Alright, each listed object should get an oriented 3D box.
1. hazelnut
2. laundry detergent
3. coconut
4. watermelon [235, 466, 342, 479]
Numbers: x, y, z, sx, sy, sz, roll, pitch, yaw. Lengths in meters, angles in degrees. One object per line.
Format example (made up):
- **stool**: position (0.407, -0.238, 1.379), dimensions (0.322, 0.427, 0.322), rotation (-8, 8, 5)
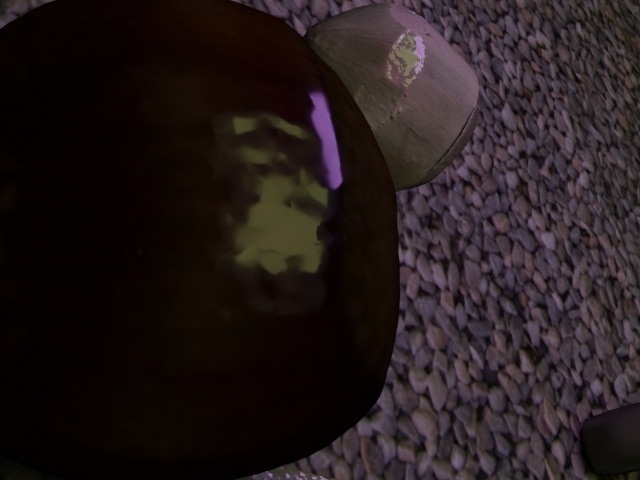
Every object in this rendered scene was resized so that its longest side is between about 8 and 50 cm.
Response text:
- **hazelnut**: position (-0.133, -0.008, 0.803), dimensions (0.421, 0.353, 0.420), rotation (8, 69, -22)
- **laundry detergent**: position (0.499, 0.251, 1.376), dimensions (0.181, 0.253, 0.091), rotation (6, 64, -45)
- **coconut**: position (0.067, -0.178, 1.202), dimensions (0.234, 0.224, 0.224), rotation (38, 46, -23)
- **watermelon**: position (-0.068, 0.305, 0.818), dimensions (0.260, 0.176, 0.255), rotation (-60, 147, -61)
